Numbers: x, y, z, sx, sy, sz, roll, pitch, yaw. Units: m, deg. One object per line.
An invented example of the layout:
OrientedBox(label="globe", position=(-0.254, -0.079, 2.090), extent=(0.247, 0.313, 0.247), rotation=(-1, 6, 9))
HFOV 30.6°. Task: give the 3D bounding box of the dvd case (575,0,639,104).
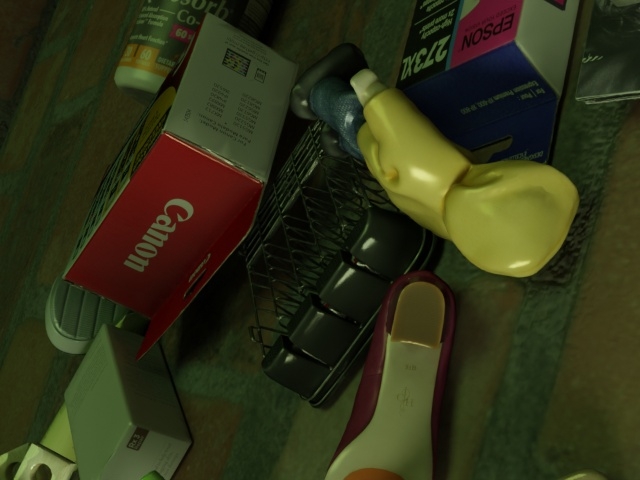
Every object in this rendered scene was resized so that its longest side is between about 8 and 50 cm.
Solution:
OrientedBox(label="dvd case", position=(0.271, -0.178, 0.767), extent=(0.221, 0.018, 0.164), rotation=(0, 73, 51))

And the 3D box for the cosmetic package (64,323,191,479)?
OrientedBox(label="cosmetic package", position=(-0.230, 0.206, 1.371), extent=(0.117, 0.085, 0.231), rotation=(-59, 29, 15))

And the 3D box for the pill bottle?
OrientedBox(label="pill bottle", position=(-0.152, -0.303, 1.553), extent=(0.162, 0.162, 0.278), rotation=(9, 77, 63))

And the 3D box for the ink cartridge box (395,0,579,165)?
OrientedBox(label="ink cartridge box", position=(0.155, -0.223, 1.029), extent=(0.176, 0.069, 0.371), rotation=(-17, 56, 58))

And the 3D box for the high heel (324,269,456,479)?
OrientedBox(label="high heel", position=(0.055, 0.143, 0.929), extent=(0.117, 0.082, 0.244), rotation=(2, -83, -84))

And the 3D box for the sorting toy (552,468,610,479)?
OrientedBox(label="sorting toy", position=(0.099, 0.252, 0.695), extent=(0.193, 0.038, 0.208), rotation=(-30, 29, 28))

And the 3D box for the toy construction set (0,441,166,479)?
OrientedBox(label="toy construction set", position=(-0.169, 0.270, 0.932), extent=(0.215, 0.328, 0.151), rotation=(-47, 62, 2))

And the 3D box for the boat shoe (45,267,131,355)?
OrientedBox(label="boat shoe", position=(-0.308, 0.069, 1.617), extent=(0.302, 0.109, 0.094), rotation=(-81, 11, -56))

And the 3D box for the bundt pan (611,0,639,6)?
OrientedBox(label="bundt pan", position=(0.264, -0.311, 0.738), extent=(0.331, 0.124, 0.331), rotation=(-33, 39, 32))

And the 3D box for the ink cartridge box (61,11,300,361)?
OrientedBox(label="ink cartridge box", position=(-0.170, -0.054, 1.343), extent=(0.309, 0.130, 0.272), rotation=(-48, 22, 43))

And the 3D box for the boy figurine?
OrientedBox(label="boy figurine", position=(0.083, -0.066, 0.923), extent=(0.092, 0.177, 0.285), rotation=(-46, 41, -6))

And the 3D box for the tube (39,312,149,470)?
OrientedBox(label="tube", position=(-0.288, 0.189, 1.517), extent=(0.240, 0.062, 0.070), rotation=(-60, 31, 12))

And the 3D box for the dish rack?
OrientedBox(label="dish rack", position=(0.000, 0.000, 1.123), extent=(0.208, 0.074, 0.271), rotation=(-55, 26, 21))
